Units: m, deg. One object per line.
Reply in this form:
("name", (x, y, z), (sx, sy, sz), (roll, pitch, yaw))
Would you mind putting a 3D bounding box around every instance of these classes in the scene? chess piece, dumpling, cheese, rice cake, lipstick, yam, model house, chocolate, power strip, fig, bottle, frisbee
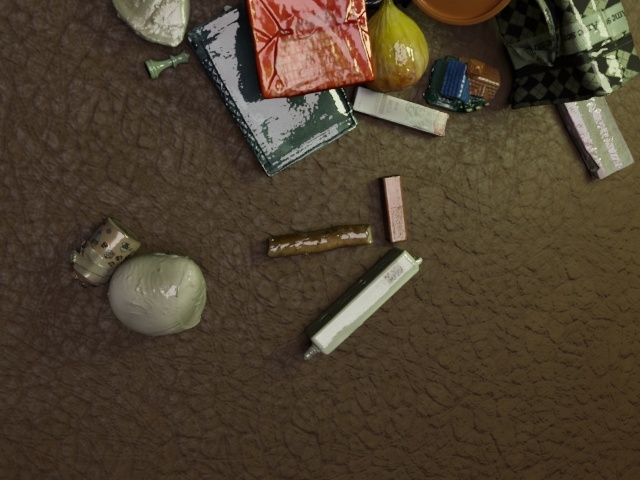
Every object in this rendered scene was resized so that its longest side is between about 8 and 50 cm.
("chess piece", (-0.312, -0.364, 1.682), (0.093, 0.042, 0.042), (-23, 101, -14))
("dumpling", (-0.337, -0.468, 1.634), (0.150, 0.092, 0.176), (-11, 99, -12))
("cheese", (-0.332, 0.112, 1.661), (0.189, 0.198, 0.154), (7, 60, 1))
("rice cake", (0.619, -0.283, 1.889), (0.106, 0.050, 0.298), (-30, 102, -7))
("lipstick", (0.163, -0.071, 1.816), (0.045, 0.045, 0.145), (-9, 99, -9))
("yam", (0.000, 0.000, 1.784), (0.241, 0.057, 0.056), (-7, 98, -11))
("model house", (0.321, -0.338, 1.767), (0.148, 0.149, 0.119), (16, 94, -12))
("chocolate", (-0.027, -0.412, 1.622), (0.237, 0.108, 0.234), (-13, 103, -11))
("power strip", (0.083, 0.137, 1.795), (0.338, 0.098, 0.058), (-43, 103, -5))
("fig", (0.147, -0.432, 1.689), (0.159, 0.159, 0.257), (-10, 120, -11))
("bottle", (-0.449, 0.033, 1.670), (0.099, 0.099, 0.152), (43, 90, -14))
("frisbee", (0.275, -0.547, 1.600), (0.251, 0.021, 0.250), (9, 115, 21))

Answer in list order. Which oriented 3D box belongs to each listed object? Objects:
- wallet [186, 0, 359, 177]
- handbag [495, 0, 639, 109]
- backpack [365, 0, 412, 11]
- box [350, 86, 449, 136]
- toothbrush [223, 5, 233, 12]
("wallet", (-0.094, -0.335, 1.708), (0.237, 0.075, 0.342), (-31, 105, -3))
("handbag", (0.452, -0.482, 1.698), (0.180, 0.317, 0.416), (-27, 99, -22))
("backpack", (0.130, -0.581, 1.715), (0.258, 0.133, 0.206), (-25, 98, -1))
("box", (0.172, -0.281, 1.796), (0.218, 0.039, 0.055), (14, 92, -14))
("toothbrush", (-0.078, -0.446, 1.728), (0.263, 0.026, 0.022), (16, 84, -14))
